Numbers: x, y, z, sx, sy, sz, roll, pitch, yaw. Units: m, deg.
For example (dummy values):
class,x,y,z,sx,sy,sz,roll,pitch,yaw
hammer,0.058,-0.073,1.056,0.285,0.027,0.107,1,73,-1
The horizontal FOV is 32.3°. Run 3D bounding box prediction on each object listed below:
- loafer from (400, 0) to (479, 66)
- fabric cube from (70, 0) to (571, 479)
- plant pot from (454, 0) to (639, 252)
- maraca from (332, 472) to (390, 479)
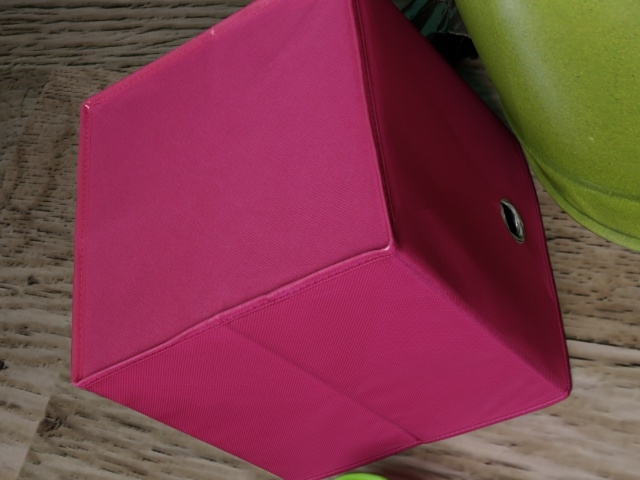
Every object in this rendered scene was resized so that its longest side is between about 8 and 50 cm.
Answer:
class,x,y,z,sx,sy,sz,roll,pitch,yaw
loafer,0.127,-0.196,0.970,0.220,0.080,0.078,-49,55,11
fabric cube,0.000,0.000,0.820,0.259,0.258,0.254,-24,52,25
plant pot,0.220,-0.222,0.712,0.366,0.353,0.366,-19,55,29
maraca,0.035,0.253,0.760,0.127,0.099,0.185,-5,87,47
